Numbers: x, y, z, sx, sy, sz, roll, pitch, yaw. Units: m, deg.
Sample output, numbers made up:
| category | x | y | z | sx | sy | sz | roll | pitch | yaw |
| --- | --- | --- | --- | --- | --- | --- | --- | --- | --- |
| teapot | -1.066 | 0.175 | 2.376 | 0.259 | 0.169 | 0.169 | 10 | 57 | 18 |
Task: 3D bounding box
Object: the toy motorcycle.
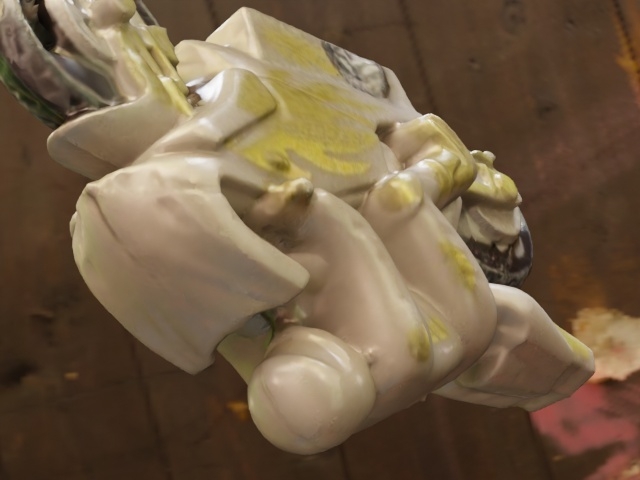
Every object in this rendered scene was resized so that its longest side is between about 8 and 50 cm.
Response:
| category | x | y | z | sx | sy | sz | roll | pitch | yaw |
| --- | --- | --- | --- | --- | --- | --- | --- | --- | --- |
| toy motorcycle | 0.000 | 0.000 | 0.773 | 0.108 | 0.340 | 0.223 | -39 | -128 | 29 |
